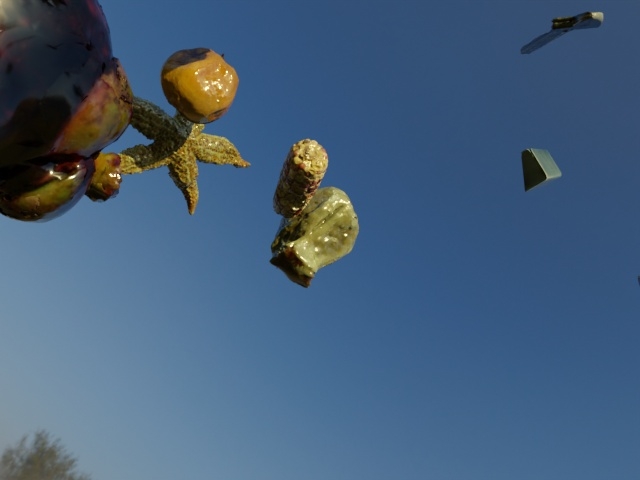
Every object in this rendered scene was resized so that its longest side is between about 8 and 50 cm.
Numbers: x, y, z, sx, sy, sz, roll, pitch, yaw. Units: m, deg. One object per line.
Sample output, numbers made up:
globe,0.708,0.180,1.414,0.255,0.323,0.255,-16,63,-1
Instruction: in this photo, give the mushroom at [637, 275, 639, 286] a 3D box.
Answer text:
mushroom,0.678,0.022,0.829,0.208,0.301,0.233,-19,-26,13

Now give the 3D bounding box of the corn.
corn,-0.059,-0.133,1.114,0.098,0.098,0.290,38,-30,1

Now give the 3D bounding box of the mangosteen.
mangosteen,-0.452,-0.219,0.601,0.381,0.381,0.421,22,-19,16

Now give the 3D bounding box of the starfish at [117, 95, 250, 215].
starfish,-0.305,-0.187,0.950,0.078,0.358,0.347,34,-29,40

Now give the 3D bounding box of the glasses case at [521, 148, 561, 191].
glasses case,0.591,-0.191,1.231,0.056,0.266,0.105,-4,-84,34

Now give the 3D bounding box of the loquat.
loquat,-0.211,-0.277,0.822,0.137,0.137,0.113,42,-22,-3

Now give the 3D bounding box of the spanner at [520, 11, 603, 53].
spanner,0.529,-0.466,1.052,0.093,0.325,0.026,0,-79,3

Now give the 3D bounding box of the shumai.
shumai,0.000,0.000,1.261,0.261,0.222,0.225,-41,-59,17
